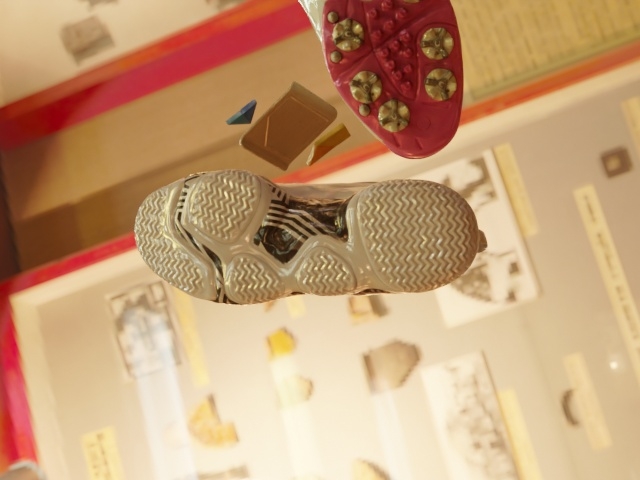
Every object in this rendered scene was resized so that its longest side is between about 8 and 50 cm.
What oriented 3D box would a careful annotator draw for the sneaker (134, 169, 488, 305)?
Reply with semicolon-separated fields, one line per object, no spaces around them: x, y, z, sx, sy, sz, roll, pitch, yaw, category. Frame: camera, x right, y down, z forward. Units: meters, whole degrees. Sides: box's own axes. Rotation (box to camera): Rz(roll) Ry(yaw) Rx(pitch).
0.000;0.000;1.348;0.210;0.366;0.137;6;-96;-73;sneaker

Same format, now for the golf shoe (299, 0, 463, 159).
0.036;-0.209;1.068;0.140;0.115;0.306;35;-149;-85;golf shoe

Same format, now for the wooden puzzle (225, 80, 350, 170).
-0.028;-0.099;1.097;0.116;0.078;0.014;38;-168;-51;wooden puzzle
